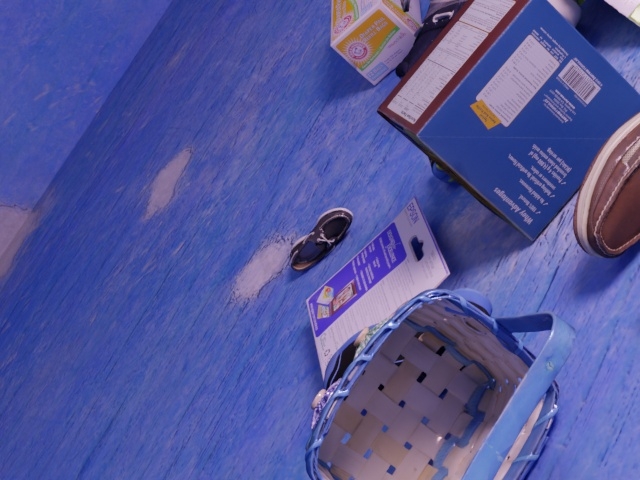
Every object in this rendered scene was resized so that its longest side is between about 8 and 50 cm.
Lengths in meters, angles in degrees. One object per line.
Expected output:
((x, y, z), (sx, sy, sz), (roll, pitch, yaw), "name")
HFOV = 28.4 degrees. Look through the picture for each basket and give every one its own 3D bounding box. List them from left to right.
((0.105, 0.177, 1.161), (0.254, 0.201, 0.289), (-56, 15, -12), "basket")

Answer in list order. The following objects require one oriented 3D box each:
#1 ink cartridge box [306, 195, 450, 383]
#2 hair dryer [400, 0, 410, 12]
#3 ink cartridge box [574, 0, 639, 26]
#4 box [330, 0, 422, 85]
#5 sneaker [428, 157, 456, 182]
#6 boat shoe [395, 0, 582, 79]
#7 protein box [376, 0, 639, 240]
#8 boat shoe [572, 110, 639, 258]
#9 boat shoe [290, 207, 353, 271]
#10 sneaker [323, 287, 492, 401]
((0.076, 0.070, 1.548), (0.208, 0.045, 0.206), (-45, 25, 16), "ink cartridge box")
((0.180, -0.464, 1.726), (0.223, 0.080, 0.293), (-32, 30, 42), "hair dryer")
((0.370, -0.367, 1.533), (0.189, 0.255, 0.097), (-50, -16, 2), "ink cartridge box")
((0.090, -0.363, 2.052), (0.114, 0.103, 0.203), (-39, 27, 25), "box")
((0.202, -0.160, 1.622), (0.188, 0.067, 0.078), (-50, 30, 10), "sneaker")
((0.217, -0.260, 1.696), (0.158, 0.127, 0.340), (-60, 17, -3), "boat shoe")
((0.214, -0.149, 1.426), (0.201, 0.200, 0.136), (-50, 24, 4), "protein box")
((0.349, -0.089, 1.245), (0.257, 0.095, 0.095), (-55, 31, -8), "boat shoe")
((0.000, 0.000, 1.776), (0.125, 0.046, 0.038), (-37, 28, 35), "boat shoe")
((0.089, 0.137, 1.392), (0.232, 0.081, 0.090), (-35, 22, 30), "sneaker")
